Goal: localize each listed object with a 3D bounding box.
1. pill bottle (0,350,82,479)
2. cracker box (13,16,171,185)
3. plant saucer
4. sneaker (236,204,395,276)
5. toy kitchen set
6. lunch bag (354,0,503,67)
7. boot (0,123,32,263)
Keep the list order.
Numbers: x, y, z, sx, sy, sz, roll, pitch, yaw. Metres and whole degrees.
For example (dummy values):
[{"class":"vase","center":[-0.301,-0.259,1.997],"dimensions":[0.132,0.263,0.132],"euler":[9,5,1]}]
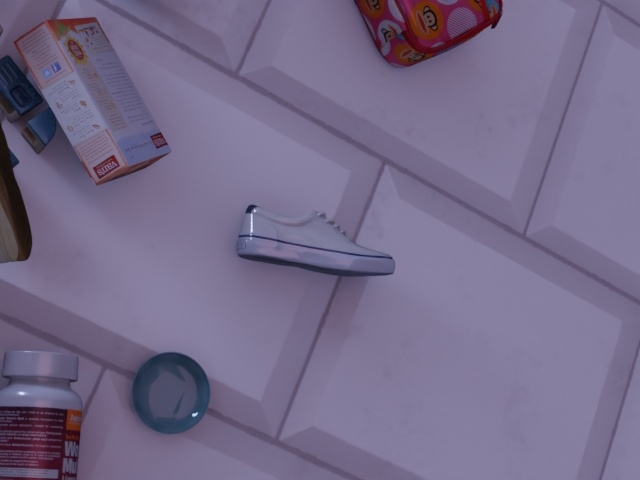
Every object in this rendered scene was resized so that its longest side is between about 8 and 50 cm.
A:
[{"class":"pill bottle","center":[-0.385,0.263,1.602],"dimensions":[0.121,0.121,0.221],"euler":[8,77,-23]},{"class":"cracker box","center":[-0.322,-0.202,1.702],"dimensions":[0.067,0.156,0.232],"euler":[-29,92,19]},{"class":"plant saucer","center":[-0.221,0.223,1.738],"dimensions":[0.119,0.021,0.119],"euler":[5,78,-23]},{"class":"sneaker","center":[0.000,0.000,1.838],"dimensions":[0.258,0.094,0.091],"euler":[11,80,-21]},{"class":"toy kitchen set","center":[-0.479,-0.190,1.645],"dimensions":[0.166,0.122,0.207],"euler":[-41,97,-25]},{"class":"lunch bag","center":[0.172,-0.458,1.997],"dimensions":[0.258,0.120,0.293],"euler":[-30,94,-30]},{"class":"boot","center":[-0.511,-0.079,1.569],"dimensions":[0.204,0.095,0.261],"euler":[-11,109,4]}]
